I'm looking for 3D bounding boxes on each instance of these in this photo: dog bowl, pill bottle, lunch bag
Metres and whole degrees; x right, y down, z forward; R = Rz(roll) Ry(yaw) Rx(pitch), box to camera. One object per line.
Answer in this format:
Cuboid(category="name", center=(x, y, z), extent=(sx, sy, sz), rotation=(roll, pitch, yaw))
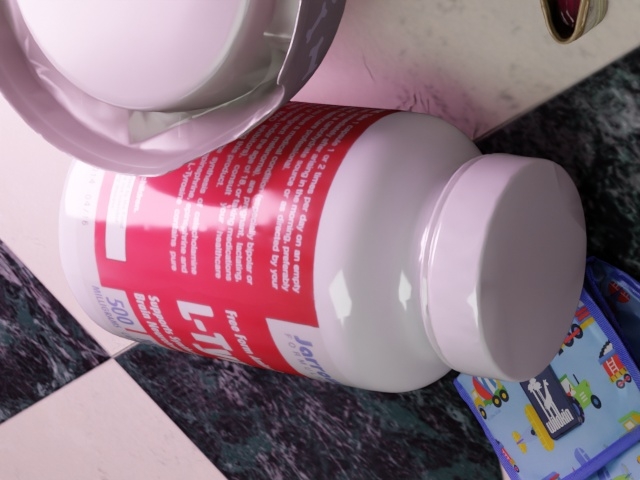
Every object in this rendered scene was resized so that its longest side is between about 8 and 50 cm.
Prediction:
Cuboid(category="dog bowl", center=(-0.127, -0.228, 1.286), extent=(0.349, 0.102, 0.349), rotation=(10, 109, 32))
Cuboid(category="pill bottle", center=(0.000, 0.000, 1.389), extent=(0.407, 0.229, 0.229), rotation=(8, 132, 36))
Cuboid(category="lunch bag", center=(0.255, 0.154, 1.434), extent=(0.293, 0.138, 0.221), rotation=(49, 145, 9))

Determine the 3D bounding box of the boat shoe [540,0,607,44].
Cuboid(category="boat shoe", center=(0.175, -0.201, 1.192), extent=(0.050, 0.045, 0.135), rotation=(9, 132, 34))
